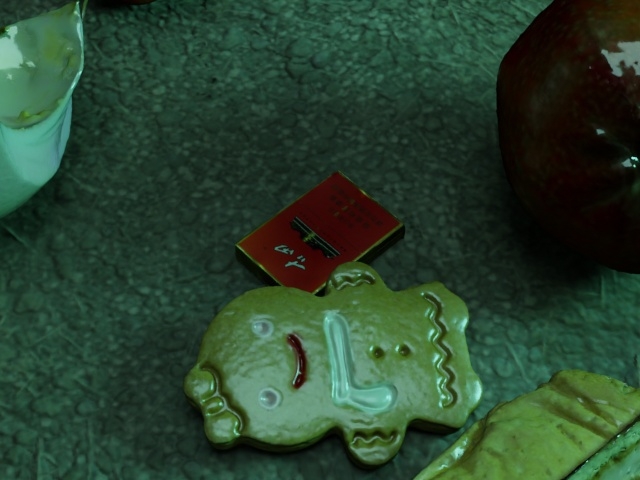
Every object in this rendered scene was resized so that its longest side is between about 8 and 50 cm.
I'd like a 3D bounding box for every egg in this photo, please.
[{"bbox_3d":[-0.318,-0.094,1.088,0.206,0.162,0.271,-15,12,25],"label":"egg"}]

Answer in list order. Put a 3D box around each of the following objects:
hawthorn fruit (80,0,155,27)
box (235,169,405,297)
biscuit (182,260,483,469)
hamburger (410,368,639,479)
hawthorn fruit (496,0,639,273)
[{"bbox_3d":[-0.202,-0.310,1.269,0.203,0.163,0.162,-41,63,-7],"label":"hawthorn fruit"},{"bbox_3d":[0.000,0.000,1.112,0.133,0.023,0.090,-36,61,-25],"label":"box"},{"bbox_3d":[0.009,0.101,1.016,0.248,0.035,0.184,-2,62,-7],"label":"biscuit"},{"bbox_3d":[0.142,0.201,0.923,0.262,0.124,0.131,-30,42,-27],"label":"hamburger"},{"bbox_3d":[0.282,-0.122,1.097,0.254,0.254,0.300,9,26,4],"label":"hawthorn fruit"}]
